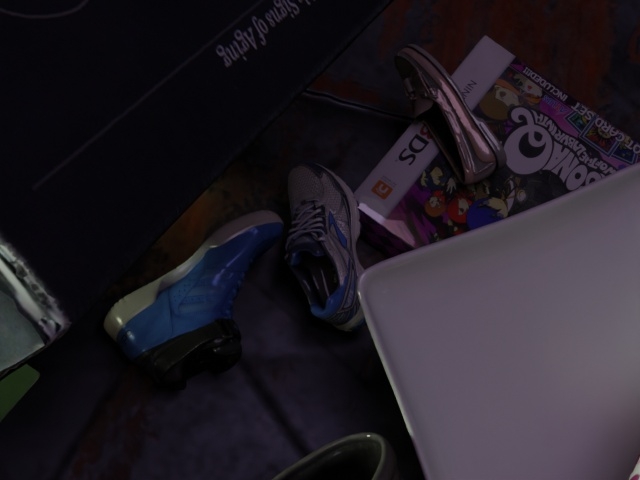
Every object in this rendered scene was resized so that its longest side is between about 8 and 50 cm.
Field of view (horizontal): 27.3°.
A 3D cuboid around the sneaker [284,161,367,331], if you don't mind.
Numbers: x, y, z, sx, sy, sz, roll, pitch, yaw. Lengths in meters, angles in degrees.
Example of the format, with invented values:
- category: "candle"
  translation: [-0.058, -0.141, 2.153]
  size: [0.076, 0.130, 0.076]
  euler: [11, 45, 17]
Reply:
- category: "sneaker"
  translation: [0.000, 0.000, 0.976]
  size: [0.058, 0.052, 0.135]
  euler: [10, 56, -54]

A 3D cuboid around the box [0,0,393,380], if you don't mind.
- category: "box"
  translation: [-0.246, -0.193, 0.727]
  size: [0.472, 0.297, 0.480]
  euler: [50, 36, -8]

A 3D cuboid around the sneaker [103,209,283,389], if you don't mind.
- category: "sneaker"
  translation: [-0.071, 0.047, 0.946]
  size: [0.152, 0.058, 0.084]
  euler: [-35, 70, -22]

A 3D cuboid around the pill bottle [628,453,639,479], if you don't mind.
- category: "pill bottle"
  translation: [0.288, 0.171, 0.871]
  size: [0.160, 0.160, 0.283]
  euler: [28, 74, 2]

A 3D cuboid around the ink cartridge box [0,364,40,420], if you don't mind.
- category: "ink cartridge box"
  translation: [-0.321, 0.119, 0.856]
  size: [0.171, 0.056, 0.235]
  euler: [35, 63, 6]

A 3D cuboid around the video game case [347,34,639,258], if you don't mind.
- category: "video game case"
  translation: [0.165, -0.027, 1.052]
  size: [0.232, 0.042, 0.210]
  euler: [37, 63, 6]

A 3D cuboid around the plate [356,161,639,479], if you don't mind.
- category: "plate"
  translation: [0.178, 0.109, 0.942]
  size: [0.278, 0.045, 0.277]
  euler: [-21, 93, -22]

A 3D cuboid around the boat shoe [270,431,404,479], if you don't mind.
- category: "boat shoe"
  translation: [-0.074, 0.210, 0.792]
  size: [0.112, 0.095, 0.335]
  euler: [22, 31, 40]

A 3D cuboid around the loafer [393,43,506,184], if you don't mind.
- category: "loafer"
  translation: [0.093, -0.098, 1.023]
  size: [0.039, 0.045, 0.125]
  euler: [-33, 76, -17]
